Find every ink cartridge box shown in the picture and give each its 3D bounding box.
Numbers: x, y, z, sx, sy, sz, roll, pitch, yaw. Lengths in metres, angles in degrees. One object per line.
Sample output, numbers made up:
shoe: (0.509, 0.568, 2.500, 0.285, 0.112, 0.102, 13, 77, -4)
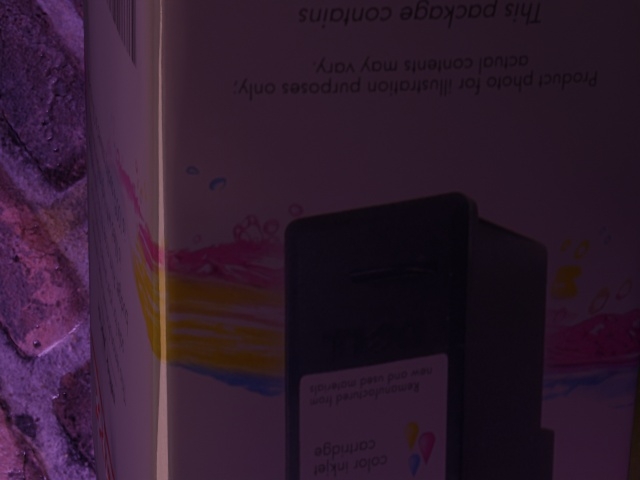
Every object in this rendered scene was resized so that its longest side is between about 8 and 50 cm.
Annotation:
ink cartridge box: (0.000, 0.000, 0.476, 0.207, 0.119, 0.353, -117, 27, -64)

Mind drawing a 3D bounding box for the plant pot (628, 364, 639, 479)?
plant pot: (0.103, 0.090, 0.693, 0.276, 0.254, 0.276, 53, -178, -3)
